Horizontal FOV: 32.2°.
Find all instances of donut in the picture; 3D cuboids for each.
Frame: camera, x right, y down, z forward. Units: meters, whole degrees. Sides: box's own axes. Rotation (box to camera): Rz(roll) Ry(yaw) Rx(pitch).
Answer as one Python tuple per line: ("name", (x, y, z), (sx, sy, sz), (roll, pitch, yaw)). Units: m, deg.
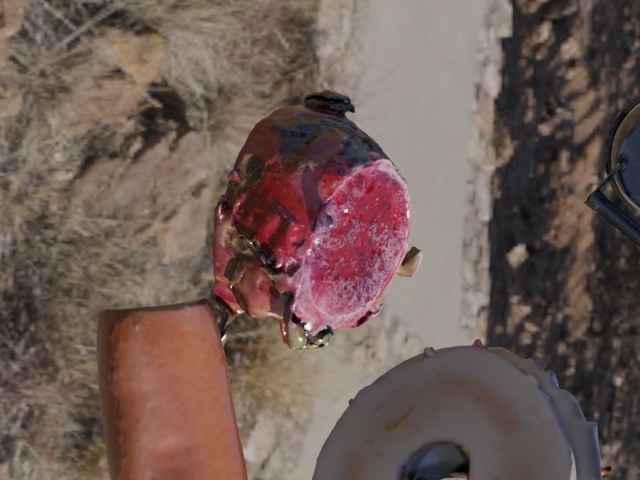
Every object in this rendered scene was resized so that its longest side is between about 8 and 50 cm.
("donut", (0.166, 0.309, 1.348), (0.142, 0.382, 0.383), (44, 57, -48))

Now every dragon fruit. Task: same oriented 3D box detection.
("dragon fruit", (0.000, 0.000, 1.054), (0.282, 0.147, 0.211), (-68, 157, -6))

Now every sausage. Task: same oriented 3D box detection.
("sausage", (-0.112, 0.174, 0.865), (0.113, 0.113, 0.259), (-10, 91, -58))

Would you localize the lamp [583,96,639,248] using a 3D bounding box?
("lamp", (0.341, -0.083, 1.047), (0.172, 0.147, 0.227), (-50, 170, 16))
